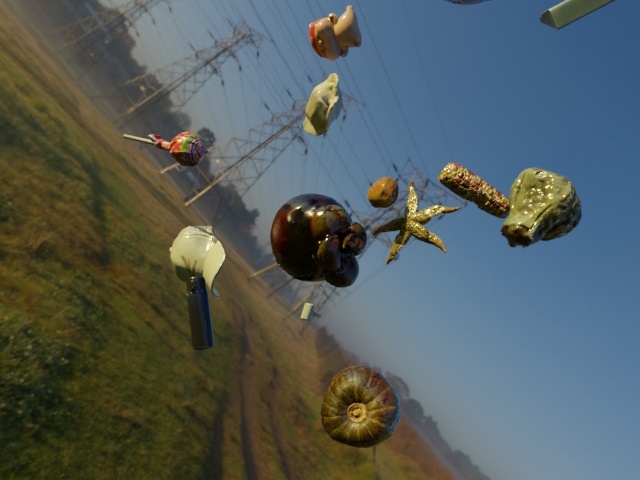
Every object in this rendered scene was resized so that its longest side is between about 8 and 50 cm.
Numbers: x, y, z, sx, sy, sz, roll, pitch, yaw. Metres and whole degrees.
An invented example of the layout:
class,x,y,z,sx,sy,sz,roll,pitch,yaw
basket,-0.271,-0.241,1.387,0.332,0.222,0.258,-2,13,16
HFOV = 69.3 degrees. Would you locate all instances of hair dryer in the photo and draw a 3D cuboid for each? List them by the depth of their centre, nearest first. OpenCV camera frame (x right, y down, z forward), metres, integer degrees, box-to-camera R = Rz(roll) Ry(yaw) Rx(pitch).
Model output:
class,x,y,z,sx,sy,sz,roll,pitch,yaw
hair dryer,-0.029,0.284,1.780,0.038,0.063,0.124,11,-15,32

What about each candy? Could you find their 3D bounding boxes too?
class,x,y,z,sx,sy,sz,roll,pitch,yaw
candy,-0.585,-0.355,1.708,0.365,0.124,0.124,16,-22,22

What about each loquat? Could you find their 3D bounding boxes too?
class,x,y,z,sx,sy,sz,roll,pitch,yaw
loquat,0.251,-0.190,1.838,0.113,0.137,0.137,28,-7,-3

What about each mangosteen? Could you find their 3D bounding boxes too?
class,x,y,z,sx,sy,sz,roll,pitch,yaw
mangosteen,0.001,0.000,1.947,0.421,0.381,0.381,17,-21,19

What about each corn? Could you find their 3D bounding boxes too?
class,x,y,z,sx,sy,sz,roll,pitch,yaw
corn,0.552,-0.172,1.645,0.290,0.098,0.098,36,-9,3

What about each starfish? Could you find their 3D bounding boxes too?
class,x,y,z,sx,sy,sz,roll,pitch,yaw
starfish,0.363,-0.047,1.842,0.347,0.358,0.078,32,6,39

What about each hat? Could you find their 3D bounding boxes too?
class,x,y,z,sx,sy,sz,roll,pitch,yaw
hat,-0.483,0.103,1.814,0.301,0.168,0.257,43,-50,49

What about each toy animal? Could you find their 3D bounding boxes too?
class,x,y,z,sx,sy,sz,roll,pitch,yaw
toy animal,0.055,-0.798,1.801,0.171,0.198,0.171,45,38,-52

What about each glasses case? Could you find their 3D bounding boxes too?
class,x,y,z,sx,sy,sz,roll,pitch,yaw
glasses case,0.745,-0.672,1.254,0.056,0.266,0.105,57,15,-33

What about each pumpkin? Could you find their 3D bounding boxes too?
class,x,y,z,sx,sy,sz,roll,pitch,yaw
pumpkin,0.115,0.454,1.273,0.219,0.219,0.162,48,0,22

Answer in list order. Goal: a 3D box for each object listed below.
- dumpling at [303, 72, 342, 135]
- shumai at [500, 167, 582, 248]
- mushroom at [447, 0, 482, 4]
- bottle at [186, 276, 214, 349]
class,x,y,z,sx,sy,sz,roll,pitch,yaw
dumpling,0.017,-0.530,1.821,0.132,0.250,0.162,9,26,-41
shumai,0.700,-0.109,1.514,0.225,0.222,0.260,-7,-86,57
mushroom,0.348,-0.635,1.018,0.233,0.302,0.208,6,-64,26
bottle,-0.412,0.244,1.572,0.082,0.072,0.244,25,57,-84
